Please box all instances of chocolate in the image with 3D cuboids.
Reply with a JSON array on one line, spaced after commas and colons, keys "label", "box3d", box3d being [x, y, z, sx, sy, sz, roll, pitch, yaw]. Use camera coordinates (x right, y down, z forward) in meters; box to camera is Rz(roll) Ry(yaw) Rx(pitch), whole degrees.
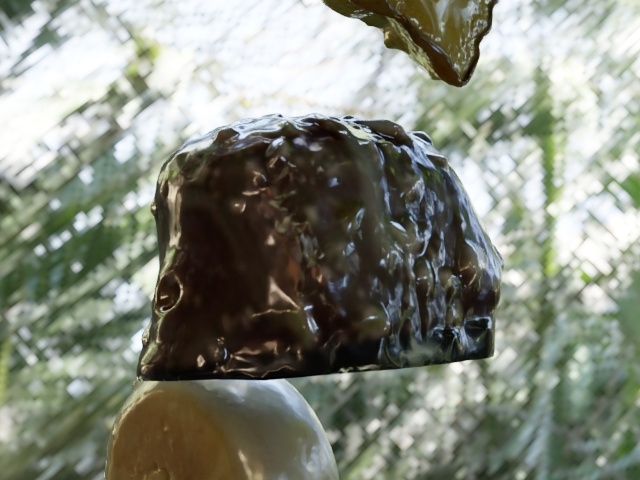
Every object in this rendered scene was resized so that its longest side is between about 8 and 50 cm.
[{"label": "chocolate", "box3d": [0.000, 0.000, 1.505, 0.225, 0.340, 0.210, -7, -93, 43]}]

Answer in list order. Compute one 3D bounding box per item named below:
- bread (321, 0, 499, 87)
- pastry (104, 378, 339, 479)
[{"label": "bread", "box3d": [0.051, -0.242, 1.561, 0.088, 0.161, 0.233, -25, -60, 36]}, {"label": "pastry", "box3d": [-0.092, 0.226, 1.691, 0.265, 0.133, 0.265, 8, -79, 42]}]
